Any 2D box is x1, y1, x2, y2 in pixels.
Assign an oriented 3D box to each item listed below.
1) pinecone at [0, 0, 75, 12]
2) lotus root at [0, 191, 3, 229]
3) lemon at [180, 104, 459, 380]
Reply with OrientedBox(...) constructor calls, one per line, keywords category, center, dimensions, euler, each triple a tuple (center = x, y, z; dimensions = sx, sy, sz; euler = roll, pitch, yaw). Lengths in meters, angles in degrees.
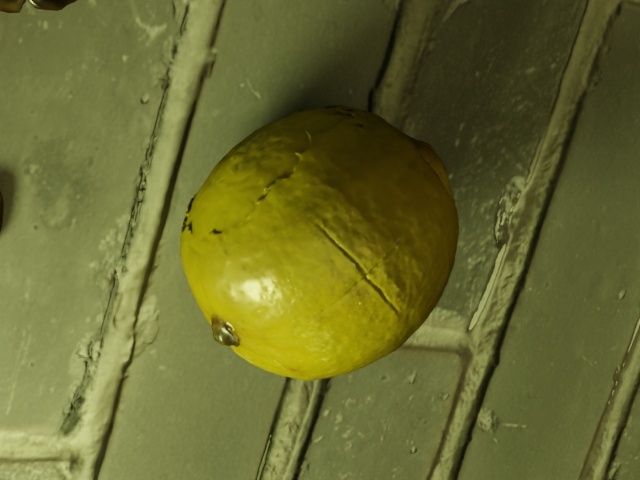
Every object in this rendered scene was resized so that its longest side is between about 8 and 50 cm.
OrientedBox(category="pinecone", center=(-0.267, -0.358, 1.241), dimensions=(0.398, 0.398, 0.397), euler=(-11, 116, -24))
OrientedBox(category="lotus root", center=(-0.348, -0.014, 1.617), dimensions=(0.037, 0.030, 0.083), euler=(7, 108, -32))
OrientedBox(category="lemon", center=(0.000, -0.001, 1.662), dimensions=(0.297, 0.297, 0.297), euler=(-11, 116, -24))
